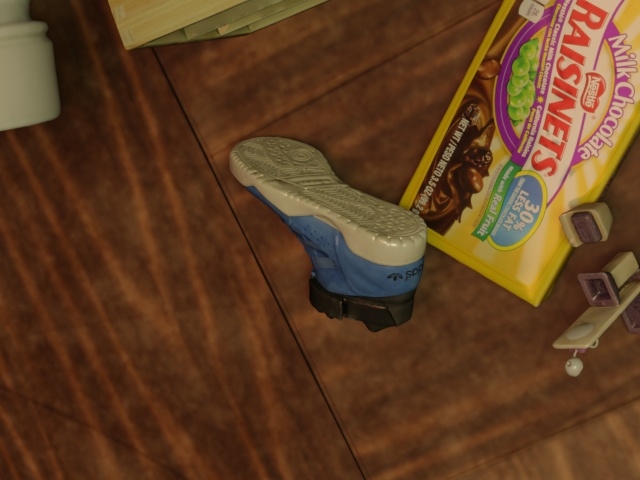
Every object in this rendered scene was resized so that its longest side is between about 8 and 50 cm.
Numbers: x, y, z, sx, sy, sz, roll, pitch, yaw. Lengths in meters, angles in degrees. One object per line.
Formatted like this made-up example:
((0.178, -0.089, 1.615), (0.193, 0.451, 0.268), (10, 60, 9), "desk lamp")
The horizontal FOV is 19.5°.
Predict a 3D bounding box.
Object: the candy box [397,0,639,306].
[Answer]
((0.131, -0.074, 1.081), (0.105, 0.027, 0.206), (30, 109, 11), "candy box")

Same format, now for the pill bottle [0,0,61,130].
((-0.265, -0.239, 1.113), (0.204, 0.204, 0.361), (-5, 97, 23), "pill bottle")

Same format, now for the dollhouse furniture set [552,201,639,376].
((0.179, 0.032, 1.017), (0.114, 0.081, 0.091), (-4, 118, 48), "dollhouse furniture set")

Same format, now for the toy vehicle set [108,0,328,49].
((0.032, -0.171, 1.027), (0.267, 0.166, 0.035), (-20, 91, 24), "toy vehicle set")

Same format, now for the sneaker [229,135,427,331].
((-0.001, 0.000, 1.128), (0.152, 0.058, 0.084), (30, 131, 31), "sneaker")
